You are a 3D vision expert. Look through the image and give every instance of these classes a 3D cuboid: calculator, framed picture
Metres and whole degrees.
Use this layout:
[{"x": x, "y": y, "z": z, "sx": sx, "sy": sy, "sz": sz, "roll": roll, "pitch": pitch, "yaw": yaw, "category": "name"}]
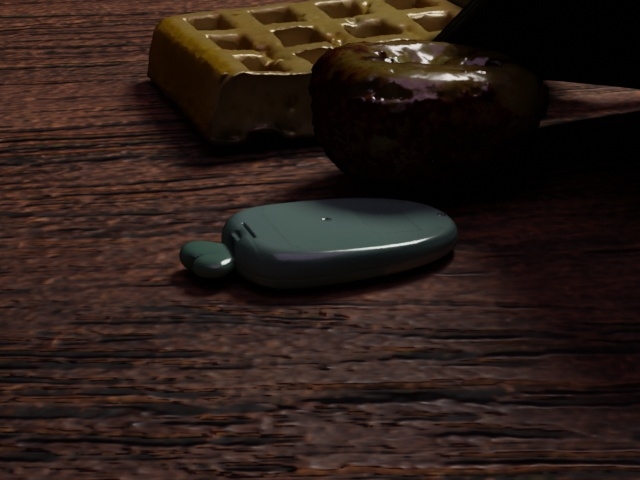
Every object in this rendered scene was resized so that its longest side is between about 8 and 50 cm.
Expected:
[{"x": 0.000, "y": 0.000, "z": 0.841, "sx": 0.153, "sy": 0.021, "sz": 0.095, "roll": -5, "pitch": 21, "yaw": -17, "category": "calculator"}, {"x": 0.238, "y": -0.162, "z": 0.921, "sx": 0.255, "sy": 0.014, "sz": 0.338, "roll": 3, "pitch": -18, "yaw": -19, "category": "framed picture"}]

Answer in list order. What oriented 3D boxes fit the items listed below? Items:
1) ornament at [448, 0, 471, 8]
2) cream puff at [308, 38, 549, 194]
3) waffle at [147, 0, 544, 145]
[{"x": 0.161, "y": -0.179, "z": 1.128, "sx": 0.245, "sy": 0.061, "sz": 0.230, "roll": 14, "pitch": 16, "yaw": -14, "category": "ornament"}, {"x": 0.063, "y": -0.073, "z": 0.940, "sx": 0.149, "sy": 0.084, "sz": 0.149, "roll": 3, "pitch": 20, "yaw": -1, "category": "cream puff"}, {"x": 0.011, "y": -0.132, "z": 1.134, "sx": 0.248, "sy": 0.055, "sz": 0.221, "roll": -8, "pitch": 22, "yaw": -16, "category": "waffle"}]
